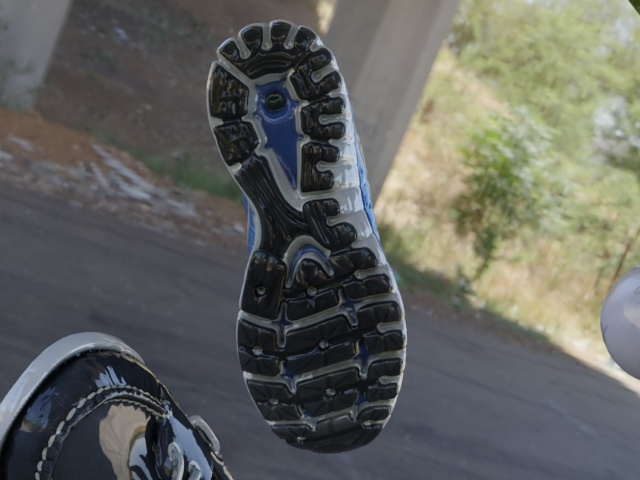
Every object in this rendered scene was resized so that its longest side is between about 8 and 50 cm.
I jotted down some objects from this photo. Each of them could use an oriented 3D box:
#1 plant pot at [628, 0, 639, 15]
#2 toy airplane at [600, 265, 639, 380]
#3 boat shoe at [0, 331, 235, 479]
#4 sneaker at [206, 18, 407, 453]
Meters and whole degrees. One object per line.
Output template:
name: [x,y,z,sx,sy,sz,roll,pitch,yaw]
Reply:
plant pot: [0.302,-0.290,0.741,0.275,0.293,0.275,46,19,-21]
toy airplane: [0.324,0.083,0.740,0.272,0.386,0.384,0,36,22]
boat shoe: [-0.102,0.141,0.648,0.091,0.114,0.302,32,-13,17]
sneaker: [0.000,0.000,0.866,0.130,0.330,0.147,-6,4,10]
